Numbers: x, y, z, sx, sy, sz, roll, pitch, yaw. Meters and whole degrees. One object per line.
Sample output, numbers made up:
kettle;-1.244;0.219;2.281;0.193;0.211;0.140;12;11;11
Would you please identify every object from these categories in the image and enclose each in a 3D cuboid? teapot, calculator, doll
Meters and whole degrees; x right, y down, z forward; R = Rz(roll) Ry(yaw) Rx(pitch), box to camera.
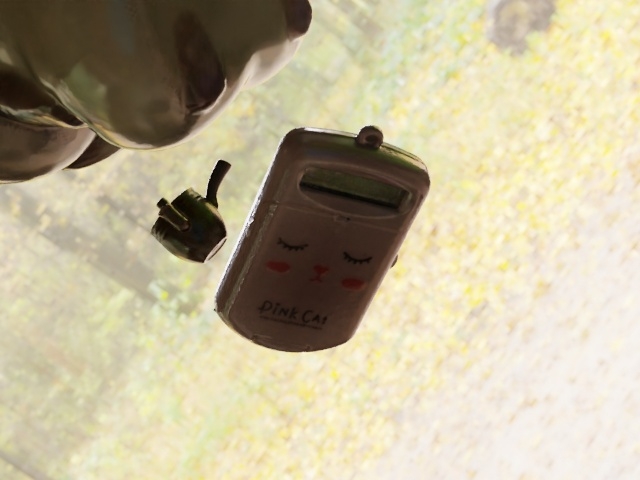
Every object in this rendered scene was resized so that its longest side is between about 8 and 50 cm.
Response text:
teapot;-0.123;-0.033;1.292;0.110;0.080;0.085;-49;-5;-3
calculator;0.000;0.000;0.785;0.032;0.100;0.175;-104;32;-51
doll;-0.170;-0.145;0.827;0.370;0.226;0.215;-21;29;46
